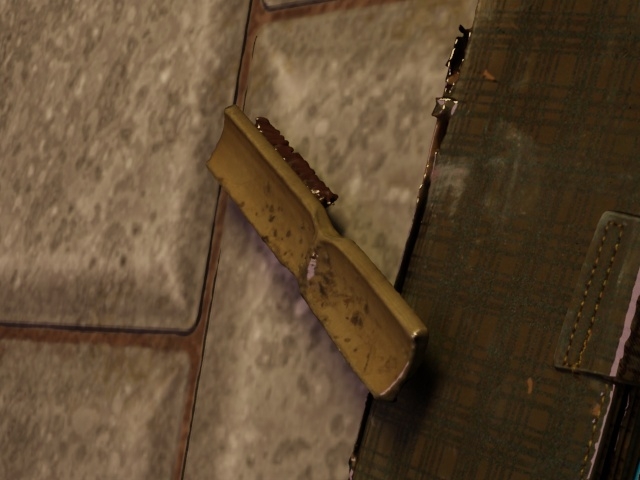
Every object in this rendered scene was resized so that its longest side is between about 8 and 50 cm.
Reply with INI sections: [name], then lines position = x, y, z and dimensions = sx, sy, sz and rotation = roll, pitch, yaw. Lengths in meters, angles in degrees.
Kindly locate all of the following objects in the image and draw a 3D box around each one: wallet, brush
[wallet]
position = 0.094, 0.023, 0.753
dimensions = 0.169, 0.044, 0.317
rotation = 10, 84, 53
[brush]
position = 0.000, 0.000, 0.848
dimensions = 0.248, 0.036, 0.043
rotation = 50, 127, 54
